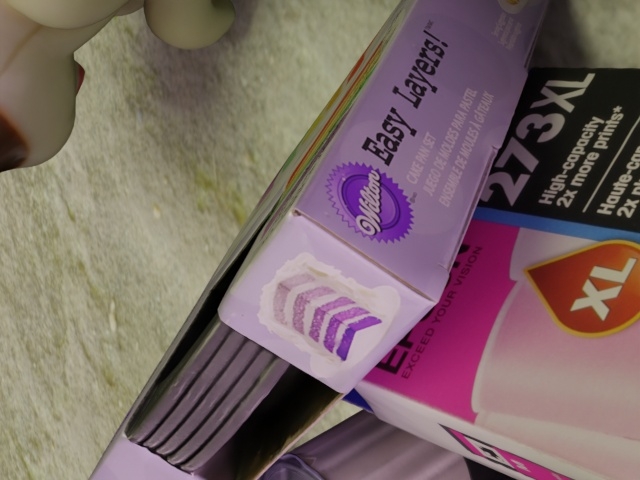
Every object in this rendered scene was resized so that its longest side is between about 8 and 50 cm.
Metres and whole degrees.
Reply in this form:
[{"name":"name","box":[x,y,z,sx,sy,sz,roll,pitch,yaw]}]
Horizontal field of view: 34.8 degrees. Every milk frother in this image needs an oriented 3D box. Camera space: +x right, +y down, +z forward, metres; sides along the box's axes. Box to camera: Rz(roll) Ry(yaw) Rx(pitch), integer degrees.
[{"name":"milk frother","box":[0.068,0.136,0.510,0.143,0.134,0.129,-18,95,54]}]

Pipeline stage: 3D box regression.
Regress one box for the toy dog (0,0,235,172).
[{"name":"toy dog","box":[-0.226,-0.214,0.648,0.284,0.395,0.408,31,111,36]}]

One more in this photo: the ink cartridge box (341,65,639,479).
[{"name":"ink cartridge box","box":[0.133,0.018,0.396,0.371,0.069,0.176,12,65,53]}]

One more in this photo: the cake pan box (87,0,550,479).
[{"name":"cake pan box","box":[0.000,0.000,0.503,0.070,0.267,0.246,32,135,-5]}]
